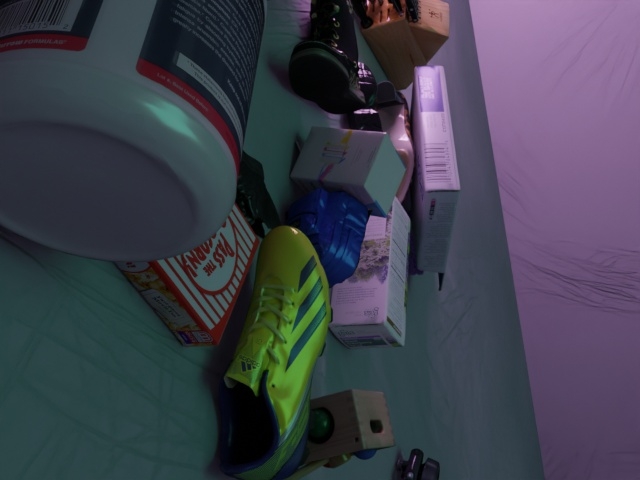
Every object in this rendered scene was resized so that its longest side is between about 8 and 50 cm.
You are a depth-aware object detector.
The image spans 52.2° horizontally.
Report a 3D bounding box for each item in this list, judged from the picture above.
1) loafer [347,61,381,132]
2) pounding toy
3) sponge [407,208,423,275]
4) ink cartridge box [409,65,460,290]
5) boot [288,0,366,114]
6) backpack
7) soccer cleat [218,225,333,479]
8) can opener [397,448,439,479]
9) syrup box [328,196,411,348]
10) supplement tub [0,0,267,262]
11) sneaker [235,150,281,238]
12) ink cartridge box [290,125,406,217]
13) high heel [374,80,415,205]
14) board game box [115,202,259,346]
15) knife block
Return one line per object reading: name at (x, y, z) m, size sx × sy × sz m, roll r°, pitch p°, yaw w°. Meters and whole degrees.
loafer at (0.068, -0.239, 1.164) m, size 0.061 × 0.062 × 0.170 m, roll 117°, pitch -26°, yaw -63°
pounding toy at (0.007, 0.250, 0.814) m, size 0.141 × 0.130 × 0.100 m, roll 29°, pitch 45°, yaw -61°
sponge at (0.224, -0.017, 1.455) m, size 0.210 × 0.031 × 0.117 m, roll -47°, pitch 125°, yaw -59°
ink cartridge box at (0.214, -0.117, 1.309) m, size 0.330 × 0.071 × 0.324 m, roll 87°, pitch 3°, yaw -53°
boot at (0.005, -0.305, 0.998) m, size 0.236 × 0.085 × 0.178 m, roll 17°, pitch 66°, yaw -70°
backpack at (0.000, 0.000, 0.892) m, size 0.101 × 0.098 × 0.120 m, roll 27°, pitch 54°, yaw -27°
soccer cleat at (-0.055, 0.119, 0.719) m, size 0.121 × 0.093 × 0.289 m, roll 22°, pitch 69°, yaw -55°
can opener at (0.152, 0.447, 1.141) m, size 0.186 × 0.073 × 0.059 m, roll -54°, pitch 140°, yaw -45°
syrup box at (0.084, 0.050, 1.056) m, size 0.096 × 0.093 × 0.237 m, roll 49°, pitch 41°, yaw -51°
supplement tub at (-0.142, -0.139, 0.489) m, size 0.191 × 0.191 × 0.272 m, roll 52°, pitch 35°, yaw -48°
sneaker at (-0.094, -0.053, 0.746) m, size 0.170 × 0.051 × 0.089 m, roll 19°, pitch 63°, yaw -68°
ink cartridge box at (0.033, -0.101, 0.949) m, size 0.092 × 0.143 × 0.090 m, roll 48°, pitch 59°, yaw -52°
high heel at (0.140, -0.166, 1.267) m, size 0.186 × 0.093 × 0.261 m, roll -19°, pitch 108°, yaw -79°
board game box at (-0.139, -0.011, 0.644) m, size 0.147 × 0.045 × 0.193 m, roll -73°, pitch 146°, yaw -41°
knife block at (0.125, -0.438, 1.321) m, size 0.275 × 0.242 × 0.088 m, roll 134°, pitch -36°, yaw -61°
